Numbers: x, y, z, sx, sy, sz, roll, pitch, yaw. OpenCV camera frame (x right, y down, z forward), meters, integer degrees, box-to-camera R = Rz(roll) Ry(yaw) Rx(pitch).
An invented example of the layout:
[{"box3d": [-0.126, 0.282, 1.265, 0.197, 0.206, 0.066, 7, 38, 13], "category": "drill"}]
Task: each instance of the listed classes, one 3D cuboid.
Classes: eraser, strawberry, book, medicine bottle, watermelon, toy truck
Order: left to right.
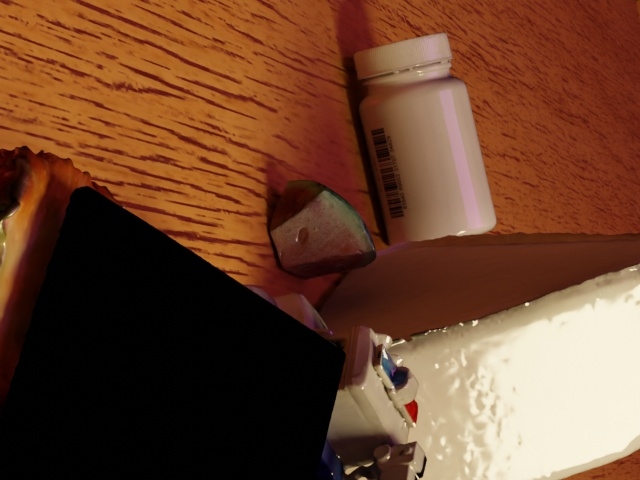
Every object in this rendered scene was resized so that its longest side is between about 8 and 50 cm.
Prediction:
[{"box3d": [-0.165, 0.020, 0.989, 0.192, 0.085, 0.140, -64, 146, -48], "category": "strawberry"}, {"box3d": [-0.092, 0.163, 0.985, 0.228, 0.018, 0.322, 35, 62, -45], "category": "book"}, {"box3d": [-0.026, 0.127, 1.191, 0.213, 0.177, 0.161, -82, 152, -44], "category": "toy truck"}, {"box3d": [0.004, 0.000, 1.519, 0.084, 0.092, 0.072, 34, 85, -52], "category": "watermelon"}, {"box3d": [0.093, -0.090, 1.773, 0.103, 0.102, 0.187, -21, 98, -71], "category": "medicine bottle"}, {"box3d": [0.148, 0.093, 1.505, 0.331, 0.331, 0.150, -46, 122, -67], "category": "eraser"}]
